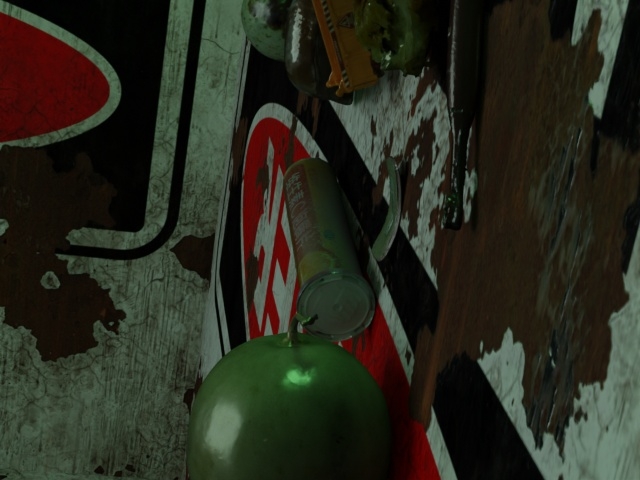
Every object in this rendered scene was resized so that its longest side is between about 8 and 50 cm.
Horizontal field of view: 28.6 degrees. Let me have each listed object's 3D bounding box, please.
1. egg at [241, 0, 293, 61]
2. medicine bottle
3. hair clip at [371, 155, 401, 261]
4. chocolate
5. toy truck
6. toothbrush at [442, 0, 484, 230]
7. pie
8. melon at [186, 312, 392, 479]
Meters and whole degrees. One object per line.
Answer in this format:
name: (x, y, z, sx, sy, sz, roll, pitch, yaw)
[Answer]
egg: (-0.056, -0.407, 2.255, 0.231, 0.169, 0.169, -78, -3, -74)
medicine bottle: (0.000, 0.000, 1.881, 0.426, 0.108, 0.108, -103, 22, -64)
hair clip: (0.089, -0.041, 1.634, 0.054, 0.022, 0.137, -129, 46, -75)
chocolate: (-0.009, -0.291, 1.897, 0.254, 0.080, 0.156, -7, -76, -75)
toy truck: (0.026, -0.342, 1.704, 0.114, 0.135, 0.270, -123, 16, -73)
toothbrush: (0.151, -0.188, 1.329, 0.041, 0.041, 0.364, 140, 135, -76)
pie: (0.102, -0.372, 1.498, 0.288, 0.103, 0.354, 102, 172, -59)
melon: (-0.039, 0.255, 1.529, 0.272, 0.272, 0.308, 140, 143, -76)
